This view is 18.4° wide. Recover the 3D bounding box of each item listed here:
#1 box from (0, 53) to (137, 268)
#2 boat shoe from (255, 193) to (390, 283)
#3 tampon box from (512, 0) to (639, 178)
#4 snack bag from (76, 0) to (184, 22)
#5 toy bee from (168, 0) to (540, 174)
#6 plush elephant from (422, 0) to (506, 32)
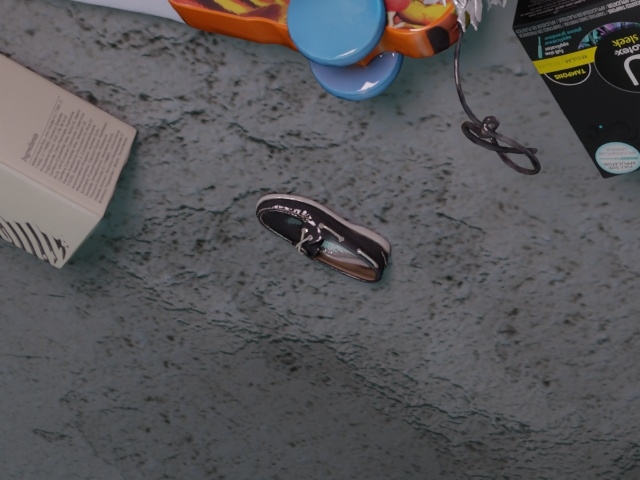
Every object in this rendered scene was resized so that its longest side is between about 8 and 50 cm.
[{"bbox_3d":[-0.301,-0.097,1.644,0.275,0.113,0.094,30,139,-13],"label":"box"},{"bbox_3d":[0.000,0.000,1.708,0.125,0.038,0.046,26,138,-11],"label":"boat shoe"},{"bbox_3d":[0.230,-0.143,1.426,0.120,0.101,0.161,-14,131,30],"label":"tampon box"},{"bbox_3d":[-0.229,-0.309,1.441,0.323,0.037,0.342,11,138,7],"label":"snack bag"},{"bbox_3d":[0.047,-0.178,1.435,0.298,0.162,0.195,28,171,-4],"label":"toy bee"},{"bbox_3d":[0.022,-0.299,1.241,0.255,0.272,0.330,14,118,62],"label":"plush elephant"}]
